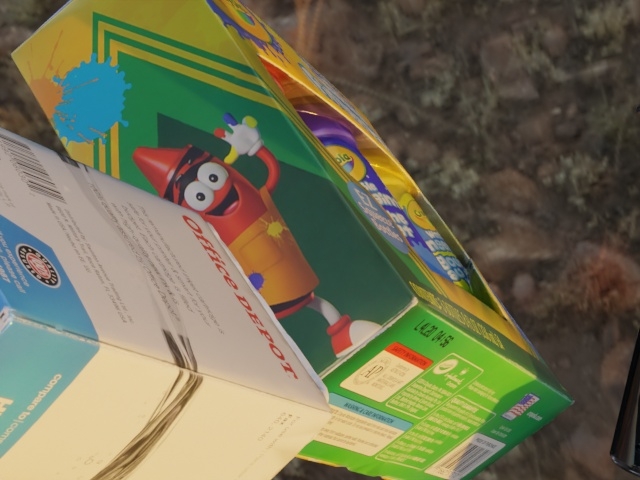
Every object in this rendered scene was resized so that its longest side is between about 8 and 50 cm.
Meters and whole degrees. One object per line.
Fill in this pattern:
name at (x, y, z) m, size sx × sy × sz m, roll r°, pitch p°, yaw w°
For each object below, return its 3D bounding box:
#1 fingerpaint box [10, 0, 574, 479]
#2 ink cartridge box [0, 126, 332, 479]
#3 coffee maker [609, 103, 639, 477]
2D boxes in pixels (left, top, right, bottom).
fingerpaint box at (0.000, 0.000, 1.125) m, size 0.163 × 0.445 × 0.371 m, roll -39°, pitch 63°, yaw 10°
ink cartridge box at (-0.103, 0.031, 0.549) m, size 0.082 × 0.191 × 0.139 m, roll -47°, pitch 53°, yaw 12°
coffee maker at (0.197, 0.032, 0.635) m, size 0.120 × 0.171 × 0.178 m, roll -158°, pitch 77°, yaw -71°
